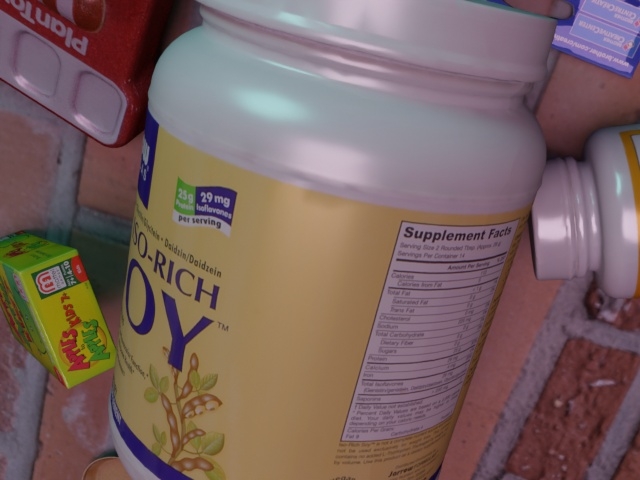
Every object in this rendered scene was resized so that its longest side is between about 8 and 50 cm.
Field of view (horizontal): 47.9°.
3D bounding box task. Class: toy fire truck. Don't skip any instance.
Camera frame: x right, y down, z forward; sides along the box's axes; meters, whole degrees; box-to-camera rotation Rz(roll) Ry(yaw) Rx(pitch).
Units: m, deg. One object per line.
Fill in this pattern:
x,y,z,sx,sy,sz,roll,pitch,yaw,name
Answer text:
-0.231,-0.223,0.492,0.302,0.169,0.254,31,133,-2,toy fire truck

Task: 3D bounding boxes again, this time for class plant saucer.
-0.196,0.247,0.718,0.083,0.015,0.083,4,109,10,plant saucer

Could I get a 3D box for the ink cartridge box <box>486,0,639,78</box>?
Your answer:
0.184,-0.267,0.423,0.186,0.065,0.311,23,117,1,ink cartridge box

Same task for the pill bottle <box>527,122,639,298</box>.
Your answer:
0.249,-0.024,0.475,0.215,0.117,0.117,-6,108,14,pill bottle

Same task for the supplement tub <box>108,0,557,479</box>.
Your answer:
0.000,0.000,0.469,0.241,0.241,0.331,15,111,6,supplement tub

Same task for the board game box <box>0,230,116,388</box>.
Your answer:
-0.223,0.048,0.578,0.181,0.043,0.092,8,119,56,board game box
